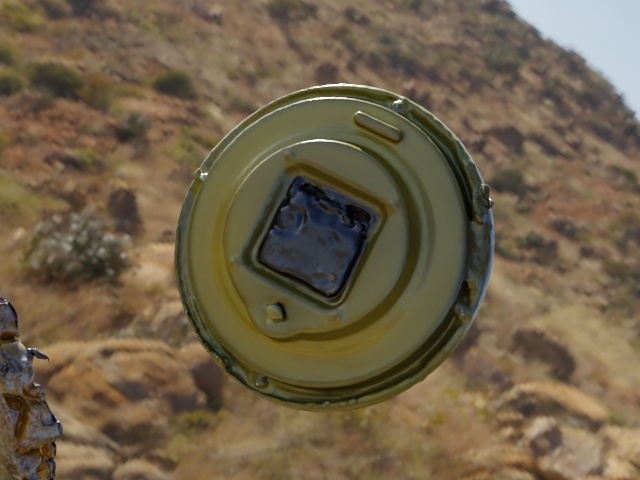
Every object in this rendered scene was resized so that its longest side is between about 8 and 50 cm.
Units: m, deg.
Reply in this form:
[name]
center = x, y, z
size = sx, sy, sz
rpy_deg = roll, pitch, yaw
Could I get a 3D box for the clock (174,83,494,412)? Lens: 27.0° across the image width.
[clock]
center = 0.000, 0.000, 0.910
size = 0.237, 0.237, 0.057
rpy_deg = 40, 3, 20

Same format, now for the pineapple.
[pineapple]
center = -0.248, 0.096, 0.888
size = 0.221, 0.221, 0.047
rpy_deg = 40, 46, 23
